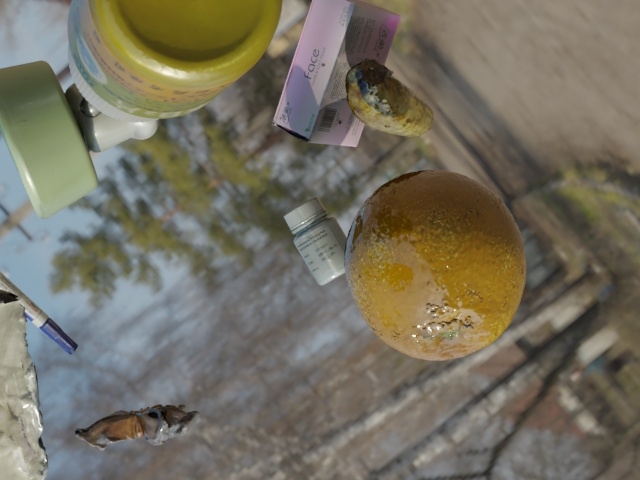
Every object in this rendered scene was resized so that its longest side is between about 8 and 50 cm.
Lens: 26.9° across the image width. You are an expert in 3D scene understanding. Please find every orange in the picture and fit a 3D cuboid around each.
[{"bbox_3d":[0.164,0.035,1.915,0.274,0.274,0.274,49,-175,-6],"label":"orange"}]

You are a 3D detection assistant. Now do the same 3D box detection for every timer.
[{"bbox_3d":[-0.435,-0.228,2.488,0.291,0.315,0.291,61,167,25],"label":"timer"}]

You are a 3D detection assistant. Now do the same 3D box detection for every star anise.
[{"bbox_3d":[-0.308,0.325,2.357,0.172,0.208,0.063,-13,-87,-70],"label":"star anise"}]

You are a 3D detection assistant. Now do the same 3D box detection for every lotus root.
[{"bbox_3d":[0.115,-0.224,2.222,0.110,0.097,0.258,44,-170,30],"label":"lotus root"}]

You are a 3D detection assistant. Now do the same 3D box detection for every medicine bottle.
[{"bbox_3d":[0.000,0.000,2.175,0.130,0.080,0.080,59,-175,2],"label":"medicine bottle"},{"bbox_3d":[-0.199,-0.266,1.657,0.224,0.224,0.384,49,164,-9],"label":"medicine bottle"}]

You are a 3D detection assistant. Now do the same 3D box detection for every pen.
[{"bbox_3d":[-0.424,0.089,1.899,0.204,0.025,0.025,45,-174,-13],"label":"pen"}]

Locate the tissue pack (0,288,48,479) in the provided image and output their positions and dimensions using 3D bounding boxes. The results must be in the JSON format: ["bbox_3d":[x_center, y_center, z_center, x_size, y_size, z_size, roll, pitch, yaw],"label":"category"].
[{"bbox_3d":[-0.511,0.146,1.356,0.416,0.253,0.264,10,-158,34],"label":"tissue pack"}]

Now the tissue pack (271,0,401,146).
[{"bbox_3d":[0.029,-0.291,2.289,0.092,0.246,0.148,28,-164,34],"label":"tissue pack"}]
